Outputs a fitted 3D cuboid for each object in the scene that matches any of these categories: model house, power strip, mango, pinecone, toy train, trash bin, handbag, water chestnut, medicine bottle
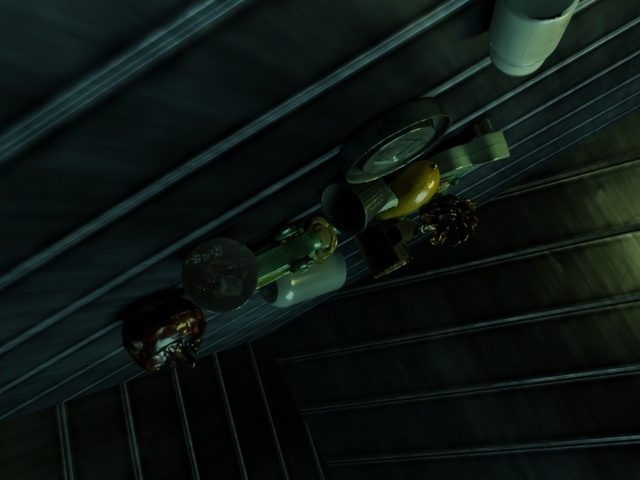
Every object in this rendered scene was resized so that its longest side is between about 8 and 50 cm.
[{"bbox_3d":[0.281,-0.011,2.253,0.204,0.211,0.243,-32,172,34],"label":"model house"},{"bbox_3d":[0.490,-0.303,2.012,0.230,0.141,0.261,-18,179,-35],"label":"power strip"},{"bbox_3d":[0.288,-0.163,2.001,0.317,0.119,0.176,-42,-155,53],"label":"mango"},{"bbox_3d":[0.481,-0.074,2.262,0.229,0.201,0.202,1,134,-9],"label":"pinecone"},{"bbox_3d":[-0.181,0.084,2.010,0.397,0.160,0.253,-26,175,-6],"label":"toy train"},{"bbox_3d":[0.113,-0.125,1.798,0.161,0.175,0.175,-35,175,-39],"label":"trash bin"},{"bbox_3d":[0.399,-0.178,2.317,0.269,0.100,0.274,-22,167,-25],"label":"handbag"},{"bbox_3d":[-0.504,0.326,2.005,0.300,0.300,0.300,-27,168,-6],"label":"water chestnut"},{"bbox_3d":[0.406,-0.428,1.178,0.143,0.143,0.258,-29,167,3],"label":"medicine bottle"}]

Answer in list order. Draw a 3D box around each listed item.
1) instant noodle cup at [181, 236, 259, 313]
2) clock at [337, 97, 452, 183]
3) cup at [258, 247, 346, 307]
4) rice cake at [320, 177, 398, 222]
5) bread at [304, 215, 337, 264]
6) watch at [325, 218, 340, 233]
[{"bbox_3d":[-0.282,0.107,1.766,0.217,0.217,0.207,-27,174,-5],"label":"instant noodle cup"},{"bbox_3d":[0.193,-0.259,1.598,0.319,0.066,0.319,-27,169,-6],"label":"clock"},{"bbox_3d":[-0.077,0.130,2.296,0.312,0.205,0.205,-17,164,-39],"label":"cup"},{"bbox_3d":[0.125,-0.120,1.915,0.237,0.127,0.043,-22,146,-20],"label":"rice cake"},{"bbox_3d":[0.000,0.000,2.097,0.081,0.134,0.225,-26,171,-21],"label":"bread"},{"bbox_3d":[0.112,-0.090,2.143,0.195,0.068,0.237,-32,171,30],"label":"watch"}]
